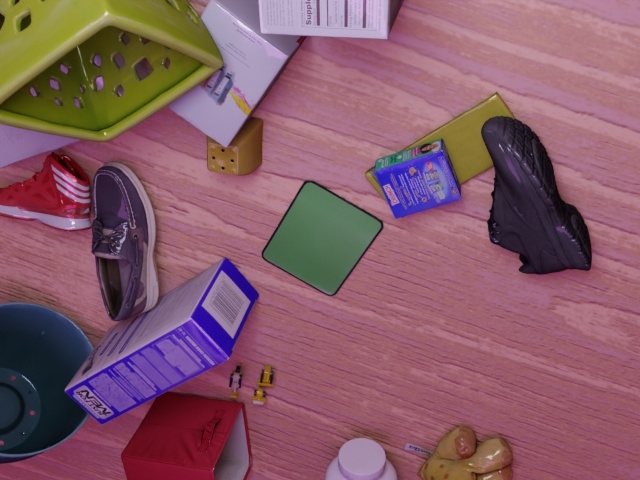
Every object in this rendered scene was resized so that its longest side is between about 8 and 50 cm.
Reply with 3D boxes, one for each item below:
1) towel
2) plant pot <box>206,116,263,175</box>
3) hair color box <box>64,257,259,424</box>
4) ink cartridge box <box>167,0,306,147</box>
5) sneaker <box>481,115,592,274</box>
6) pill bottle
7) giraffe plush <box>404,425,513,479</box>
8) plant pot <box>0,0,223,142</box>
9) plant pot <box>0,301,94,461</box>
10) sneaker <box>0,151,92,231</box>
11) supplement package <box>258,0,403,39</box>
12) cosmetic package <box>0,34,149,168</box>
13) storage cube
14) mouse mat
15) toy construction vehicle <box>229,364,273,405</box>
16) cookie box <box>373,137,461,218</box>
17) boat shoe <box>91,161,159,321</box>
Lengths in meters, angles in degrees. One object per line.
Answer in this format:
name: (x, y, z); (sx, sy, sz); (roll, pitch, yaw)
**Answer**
towel: (0.190, -0.125, 1.091); (0.237, 0.021, 0.102); (-30, 115, 27)
plant pot: (-0.140, -0.143, 1.121); (0.081, 0.083, 0.081); (10, 124, 8)
hair color box: (-0.285, 0.185, 1.299); (0.339, 0.185, 0.110); (-28, 111, 28)
ink cartridge box: (-0.126, -0.251, 1.024); (0.127, 0.128, 0.176); (36, 123, -9)
sneaker: (0.294, -0.050, 1.056); (0.130, 0.109, 0.286); (-19, 117, 32)
pill bottle: (0.080, 0.523, 1.441); (0.146, 0.146, 0.264); (6, 122, 11)
giraffe plush: (0.254, 0.469, 1.349); (0.210, 0.170, 0.181); (2, 122, 13)
plant pot: (-0.292, -0.271, 0.882); (0.227, 0.228, 0.207); (-27, 77, 22)
plant pot: (-0.612, 0.299, 1.401); (0.293, 0.293, 0.235); (39, 137, -11)
sneaker: (-0.491, -0.099, 1.256); (0.221, 0.087, 0.128); (13, 102, 12)
supplement package: (0.027, -0.370, 0.832); (0.145, 0.262, 0.204); (6, 122, 10)
cosmetic package: (-0.454, -0.324, 1.078); (0.285, 0.097, 0.377); (-13, 117, 21)
storage cube: (-0.263, 0.442, 1.454); (0.193, 0.183, 0.215); (4, 122, 13)
mouse mat: (0.000, 0.000, 1.221); (0.153, 0.007, 0.189); (30, 122, -5)
toy construction vehicle: (-0.136, 0.279, 1.415); (0.086, 0.035, 0.098); (7, 126, -3)
cookie box: (0.147, -0.092, 1.082); (0.107, 0.040, 0.091); (-16, 120, 19)
boat shoe: (-0.348, 0.009, 1.243); (0.103, 0.092, 0.285); (9, 115, 24)
